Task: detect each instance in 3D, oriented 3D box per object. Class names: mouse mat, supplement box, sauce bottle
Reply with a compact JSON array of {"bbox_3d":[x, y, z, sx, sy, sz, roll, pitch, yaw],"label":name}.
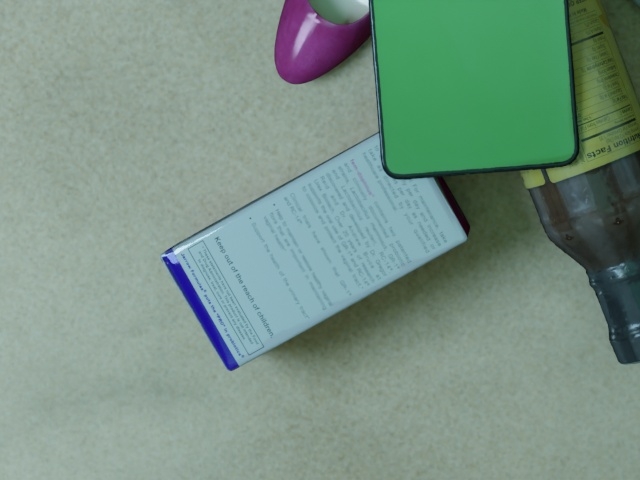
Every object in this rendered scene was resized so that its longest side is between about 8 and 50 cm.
[{"bbox_3d":[0.115,-0.145,1.469,0.153,0.007,0.189,-4,93,6],"label":"mouse mat"},{"bbox_3d":[0.000,0.000,1.553,0.220,0.111,0.114,-30,92,8],"label":"supplement box"},{"bbox_3d":[0.207,-0.072,1.526,0.111,0.111,0.344,-19,94,7],"label":"sauce bottle"}]

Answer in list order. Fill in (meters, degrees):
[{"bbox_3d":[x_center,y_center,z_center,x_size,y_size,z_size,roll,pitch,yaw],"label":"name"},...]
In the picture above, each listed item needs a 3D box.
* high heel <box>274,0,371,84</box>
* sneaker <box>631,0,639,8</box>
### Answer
[{"bbox_3d":[0.035,-0.228,1.524,0.082,0.117,0.244,39,98,1],"label":"high heel"},{"bbox_3d":[0.253,-0.320,1.479,0.127,0.126,0.321,-47,120,-29],"label":"sneaker"}]
